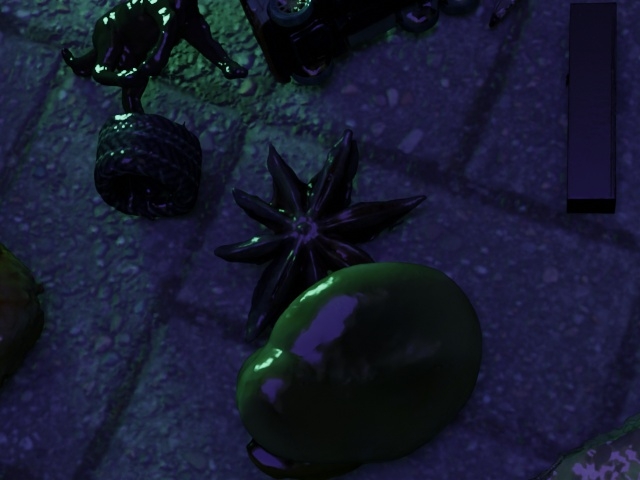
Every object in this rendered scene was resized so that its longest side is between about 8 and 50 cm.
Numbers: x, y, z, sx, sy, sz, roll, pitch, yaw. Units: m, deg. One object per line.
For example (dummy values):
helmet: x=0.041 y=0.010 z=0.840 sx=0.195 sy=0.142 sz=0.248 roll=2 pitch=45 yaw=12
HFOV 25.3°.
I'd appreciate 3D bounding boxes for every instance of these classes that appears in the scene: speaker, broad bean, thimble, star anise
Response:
speaker: x=0.244 y=-0.120 z=1.287 sx=0.046 sy=0.040 sz=0.191 roll=1 pitch=72 yaw=11
broad bean: x=0.032 y=0.114 z=1.199 sx=0.228 sy=0.100 sz=0.169 roll=-45 pitch=99 yaw=1
thimble: x=-0.155 y=-0.066 z=1.290 sx=0.095 sy=0.104 sz=0.066 roll=4 pitch=65 yaw=-3
star anise: x=0.000 y=0.000 z=1.269 sx=0.180 sy=0.061 sz=0.205 roll=6 pitch=75 yaw=2

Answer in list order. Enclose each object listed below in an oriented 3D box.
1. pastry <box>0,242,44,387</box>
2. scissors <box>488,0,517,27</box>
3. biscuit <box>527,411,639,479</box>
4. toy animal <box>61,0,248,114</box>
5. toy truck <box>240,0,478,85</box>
pastry: x=-0.355 y=0.065 z=1.280 sx=0.192 sy=0.093 sz=0.182 roll=34 pitch=82 yaw=14
scissors: x=0.239 y=-0.325 z=1.365 sx=0.109 sy=0.022 sz=0.300 roll=30 pitch=77 yaw=19
biscuit: x=0.295 y=0.209 z=1.146 sx=0.281 sy=0.084 sz=0.179 roll=-30 pitch=70 yaw=-3
toy animal: x=-0.147 y=-0.188 z=1.318 sx=0.232 sy=0.084 sz=0.148 roll=-31 pitch=49 yaw=34
toy truck: x=0.042 y=-0.262 z=1.333 sx=0.256 sy=0.108 sz=0.140 roll=-28 pitch=57 yaw=-4
